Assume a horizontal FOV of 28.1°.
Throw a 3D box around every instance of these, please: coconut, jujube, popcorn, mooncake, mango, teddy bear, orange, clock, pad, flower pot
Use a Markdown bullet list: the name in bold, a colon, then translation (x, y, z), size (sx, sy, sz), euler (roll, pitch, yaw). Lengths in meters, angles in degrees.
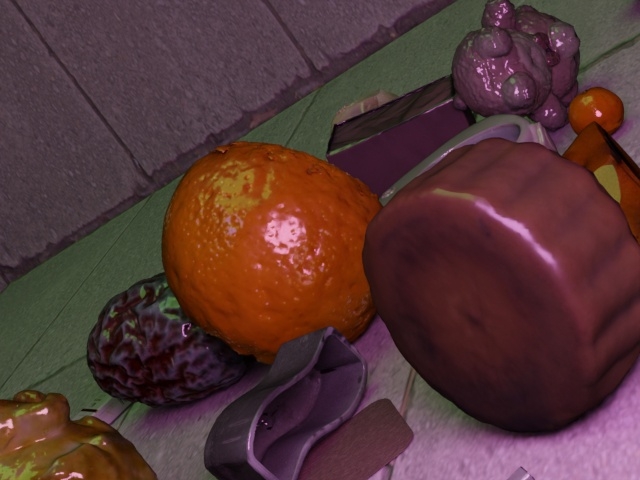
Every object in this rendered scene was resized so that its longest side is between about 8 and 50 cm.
- **coconut**: translation (0.112, -0.209, 2.454), size (0.183, 0.171, 0.171), euler (-36, 12, 35)
- **jujube**: translation (-0.234, 0.156, 2.049), size (0.317, 0.226, 0.226), euler (-12, 27, 46)
- **popcorn**: translation (-0.366, 0.325, 1.719), size (0.225, 0.276, 0.276), euler (-47, 14, 2)
- **mooncake**: translation (0.192, 0.043, 1.280), size (0.161, 0.290, 0.290), euler (-38, 13, -34)
- **mango**: translation (0.314, -0.013, 1.468), size (0.166, 0.136, 0.236), euler (-46, 16, 19)
- **teddy bear**: translation (0.328, -0.283, 2.071), size (0.267, 0.236, 0.151), euler (-23, -3, -38)
- **orange**: translation (0.408, -0.188, 1.890), size (0.083, 0.083, 0.083), euler (-34, 15, 10)
- **clock**: translation (0.227, -0.068, 1.876), size (0.265, 0.109, 0.324), euler (-37, 15, -7)
- **pad**: translation (-0.010, 0.287, 1.519), size (0.266, 0.002, 0.176), euler (-37, 14, -1)
- **orange**: translation (-0.065, 0.025, 1.821), size (0.340, 0.340, 0.293), euler (0, 68, 66)
- **flower pot**: translation (-0.043, 0.216, 1.604), size (0.108, 0.103, 0.229), euler (-22, 20, 50)

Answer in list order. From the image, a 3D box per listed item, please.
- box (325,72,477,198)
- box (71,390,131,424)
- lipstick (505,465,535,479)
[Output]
- **box**: translation (0.147, -0.157, 2.179), size (0.252, 0.153, 0.188), euler (-22, 18, 12)
- **box**: translation (-0.380, 0.294, 2.265), size (0.154, 0.040, 0.084), euler (-45, 20, -28)
- **lipstick**: translation (0.159, 0.258, 1.186), size (0.107, 0.025, 0.025), euler (-44, 15, -4)
